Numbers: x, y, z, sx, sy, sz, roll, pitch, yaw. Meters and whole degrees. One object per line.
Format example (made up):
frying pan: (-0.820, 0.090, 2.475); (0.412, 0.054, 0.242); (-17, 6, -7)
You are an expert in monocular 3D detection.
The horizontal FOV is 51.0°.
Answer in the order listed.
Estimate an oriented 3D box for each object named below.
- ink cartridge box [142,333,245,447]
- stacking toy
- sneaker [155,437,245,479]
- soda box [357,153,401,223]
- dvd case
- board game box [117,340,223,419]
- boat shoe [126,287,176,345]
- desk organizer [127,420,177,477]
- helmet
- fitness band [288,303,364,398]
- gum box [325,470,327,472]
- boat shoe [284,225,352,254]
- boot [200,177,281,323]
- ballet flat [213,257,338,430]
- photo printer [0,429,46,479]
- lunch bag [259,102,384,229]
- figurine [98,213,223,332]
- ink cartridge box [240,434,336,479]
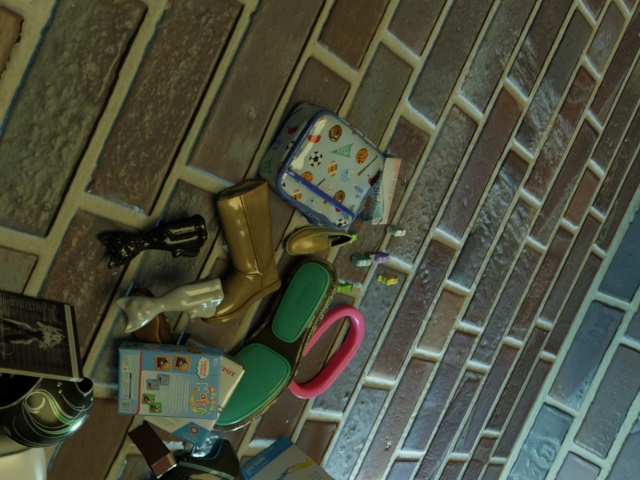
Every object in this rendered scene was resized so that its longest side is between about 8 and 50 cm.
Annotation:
ink cartridge box: (-0.282, 0.336, 1.515); (0.148, 0.086, 0.203); (31, 86, -6)
stacking toy: (0.141, 0.053, 1.851); (0.221, 0.052, 0.167); (-9, 115, -40)
sneaker: (-0.352, 0.591, 1.622); (0.340, 0.125, 0.140); (-13, 90, -36)
soda box: (0.155, -0.137, 1.771); (0.063, 0.058, 0.183); (-3, 110, -42)
dvd case: (-0.536, 0.167, 1.202); (0.018, 0.165, 0.221); (-41, 142, 24)
board game box: (-0.319, 0.299, 1.424); (0.211, 0.039, 0.160); (6, 108, -6)
boat shoe: (-0.360, 0.181, 1.437); (0.073, 0.073, 0.207); (-70, 158, -55)
desk organizer: (-0.378, 0.467, 1.502); (0.050, 0.130, 0.047); (-31, 128, -26)
helmet: (-0.521, 0.308, 1.275); (0.169, 0.169, 0.162); (-44, 128, -19)
fitness band: (0.010, 0.301, 1.845); (0.291, 0.054, 0.209); (-49, 135, -13)
gum box: (-0.012, 0.794, 2.015); (0.062, 0.107, 0.188); (36, 83, -46)
boat shoe: (0.000, 0.000, 1.678); (0.190, 0.072, 0.068); (-18, 121, -37)
boot: (-0.197, 0.022, 1.503); (0.236, 0.089, 0.270); (-33, 128, -38)
ballet flat: (-0.098, 0.267, 1.673); (0.483, 0.164, 0.182); (-56, 161, -9)
photo printer: (-0.673, 0.491, 1.253); (0.307, 0.107, 0.256); (0, 109, -43)
lunch bag: (0.011, -0.162, 1.587); (0.303, 0.115, 0.243); (32, 88, -45)
figurine: (-0.322, 0.068, 1.354); (0.209, 0.092, 0.215); (-12, 83, -31)
ink cartridge box: (-0.077, 0.690, 1.815); (0.168, 0.232, 0.171); (-31, 127, -30)
